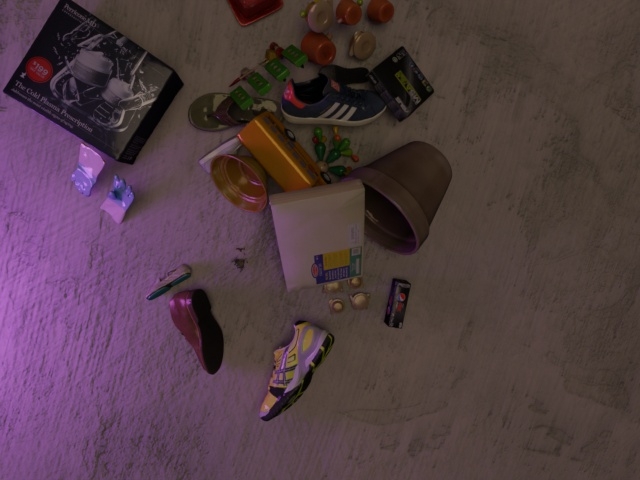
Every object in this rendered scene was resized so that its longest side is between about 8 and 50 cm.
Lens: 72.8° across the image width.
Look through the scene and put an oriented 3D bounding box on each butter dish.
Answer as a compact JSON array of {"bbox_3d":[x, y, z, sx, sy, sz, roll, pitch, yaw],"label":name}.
[{"bbox_3d":[-0.209,-0.772,1.320,0.160,0.118,0.159,-28,101,-5],"label":"butter dish"}]

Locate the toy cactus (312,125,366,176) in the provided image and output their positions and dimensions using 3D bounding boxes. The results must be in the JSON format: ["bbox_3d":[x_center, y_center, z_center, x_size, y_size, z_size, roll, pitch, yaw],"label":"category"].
[{"bbox_3d":[0.036,-0.265,1.441,0.180,0.112,0.219,-43,110,9],"label":"toy cactus"}]

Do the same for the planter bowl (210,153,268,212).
[{"bbox_3d":[-0.236,-0.202,1.381,0.217,0.217,0.090,45,53,-11],"label":"planter bowl"}]

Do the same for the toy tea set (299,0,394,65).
[{"bbox_3d":[0.072,-0.679,1.383,0.336,0.124,0.199,-19,135,-24],"label":"toy tea set"}]

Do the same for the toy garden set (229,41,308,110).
[{"bbox_3d":[-0.171,-0.508,1.340,0.244,0.203,0.049,-38,137,1],"label":"toy garden set"}]

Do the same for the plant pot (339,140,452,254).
[{"bbox_3d":[0.263,-0.163,1.400,0.323,0.323,0.280,47,72,-11],"label":"plant pot"}]

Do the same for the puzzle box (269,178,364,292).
[{"bbox_3d":[0.000,0.000,1.363,0.272,0.052,0.408,-11,137,-7],"label":"puzzle box"}]

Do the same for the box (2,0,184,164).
[{"bbox_3d":[-0.641,-0.447,1.266,0.343,0.179,0.312,32,90,-11],"label":"box"}]

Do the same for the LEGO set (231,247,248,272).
[{"bbox_3d":[-0.272,0.066,1.471,0.054,0.023,0.083,19,81,-13],"label":"LEGO set"}]

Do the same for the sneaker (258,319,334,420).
[{"bbox_3d":[-0.105,0.449,1.504,0.147,0.145,0.384,35,94,20],"label":"sneaker"}]

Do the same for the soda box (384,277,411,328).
[{"bbox_3d":[0.275,0.224,1.551,0.053,0.060,0.168,10,96,-9],"label":"soda box"}]

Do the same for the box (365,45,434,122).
[{"bbox_3d":[0.266,-0.515,1.428,0.190,0.045,0.184,51,60,-11],"label":"box"}]

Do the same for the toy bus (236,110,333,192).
[{"bbox_3d":[-0.101,-0.242,1.368,0.108,0.130,0.332,-34,104,28],"label":"toy bus"}]

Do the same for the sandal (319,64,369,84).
[{"bbox_3d":[0.077,-0.544,1.438,0.179,0.040,0.067,-7,104,-22],"label":"sandal"}]

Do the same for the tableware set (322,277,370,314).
[{"bbox_3d":[0.092,0.188,1.539,0.169,0.020,0.140,-9,96,-6],"label":"tableware set"}]

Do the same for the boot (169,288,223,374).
[{"bbox_3d":[-0.413,0.307,1.455,0.115,0.112,0.305,-8,104,23],"label":"boot"}]

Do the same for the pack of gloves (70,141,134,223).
[{"bbox_3d":[-0.659,-0.151,1.289,0.195,0.232,0.046,41,48,-12],"label":"pack of gloves"}]

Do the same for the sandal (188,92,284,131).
[{"bbox_3d":[-0.265,-0.413,1.373,0.303,0.086,0.120,-4,98,-8],"label":"sandal"}]

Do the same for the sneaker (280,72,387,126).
[{"bbox_3d":[0.053,-0.451,1.362,0.351,0.148,0.131,-8,62,-13],"label":"sneaker"}]

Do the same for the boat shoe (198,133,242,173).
[{"bbox_3d":[-0.302,-0.282,1.400,0.184,0.066,0.063,-36,115,-5],"label":"boat shoe"}]

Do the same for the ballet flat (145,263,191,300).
[{"bbox_3d":[-0.505,0.135,1.433,0.168,0.057,0.052,-31,73,-7],"label":"ballet flat"}]
